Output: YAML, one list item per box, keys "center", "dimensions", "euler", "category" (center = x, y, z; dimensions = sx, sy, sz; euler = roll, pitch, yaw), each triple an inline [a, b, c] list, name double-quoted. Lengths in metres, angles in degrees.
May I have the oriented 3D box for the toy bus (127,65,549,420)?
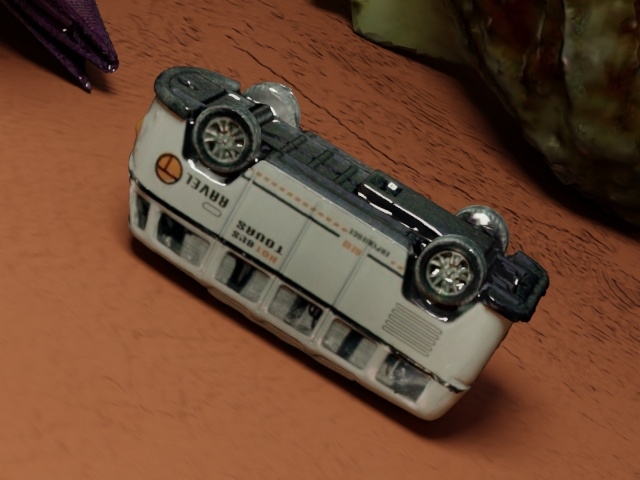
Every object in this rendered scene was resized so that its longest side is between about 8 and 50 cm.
- center: [0.000, 0.000, 0.863]
  dimensions: [0.194, 0.089, 0.087]
  euler: [31, 18, 5]
  category: "toy bus"

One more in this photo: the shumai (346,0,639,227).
- center: [0.153, -0.213, 1.340]
  dimensions: [0.348, 0.395, 0.395]
  euler: [12, 7, 35]
  category: "shumai"

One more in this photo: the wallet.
- center: [-0.159, -0.157, 1.050]
  dimensions: [0.111, 0.030, 0.166]
  euler: [48, 10, -33]
  category: "wallet"
